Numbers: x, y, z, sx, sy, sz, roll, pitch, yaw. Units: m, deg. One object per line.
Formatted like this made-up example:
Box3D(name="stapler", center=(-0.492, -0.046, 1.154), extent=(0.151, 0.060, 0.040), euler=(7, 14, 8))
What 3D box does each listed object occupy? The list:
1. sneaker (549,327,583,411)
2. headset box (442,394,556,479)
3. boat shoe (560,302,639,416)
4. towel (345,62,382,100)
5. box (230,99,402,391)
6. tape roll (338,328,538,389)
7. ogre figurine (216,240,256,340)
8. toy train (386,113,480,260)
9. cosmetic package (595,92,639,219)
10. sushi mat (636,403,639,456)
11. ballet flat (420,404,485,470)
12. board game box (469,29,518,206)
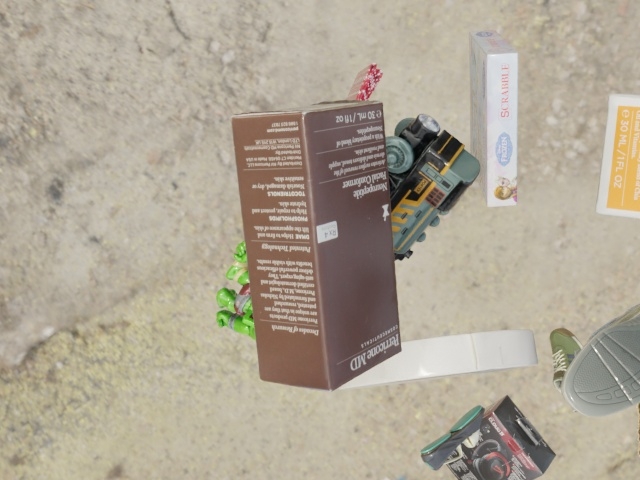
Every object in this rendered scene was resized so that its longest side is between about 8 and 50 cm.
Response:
Box3D(name="sneaker", center=(0.508, 0.267, 1.724), extent=(0.086, 0.192, 0.064), euler=(-9, 148, -27))
Box3D(name="headset box", center=(0.499, 0.591, 2.383), extent=(0.110, 0.218, 0.293), euler=(-31, 169, -49))
Box3D(name="boat shoe", center=(0.487, 0.169, 1.315), extent=(0.320, 0.118, 0.103), euler=(-37, 169, -25))
Box3D(name="towel", center=(0.042, -0.202, 1.619), extent=(0.031, 0.199, 0.275), euler=(23, 93, -8))
Box3D(name="box", center=(0.000, 0.000, 1.195), extent=(0.191, 0.143, 0.381), euler=(-20, 109, -51))
Box3D(name="tape roll", center=(0.221, 0.232, 1.628), extent=(0.392, 0.392, 0.072), euler=(3, 75, -38))
Box3D(name="ogre figurine", center=(-0.106, 0.098, 1.357), extent=(0.197, 0.118, 0.097), euler=(-59, 160, 23))
Box3D(name="toy train", center=(0.165, -0.094, 1.676), extent=(0.334, 0.190, 0.142), euler=(-55, 175, 39))
Box3D(name="cosmetic package", center=(0.743, -0.136, 1.492), extent=(0.161, 0.453, 0.230), euler=(-17, 112, -58))
Box3D(name="sushi mat", center=(0.722, 0.354, 1.900), extent=(0.316, 0.019, 0.151), euler=(-28, 115, -67))
Box3D(name="ballet flat", center=(0.321, 0.469, 1.975), extent=(0.203, 0.074, 0.074), euler=(-32, 129, -25))
Box3D(name="board game box", center=(0.372, -0.274, 1.828), extent=(0.066, 0.318, 0.318), euler=(-3, 112, 5))
